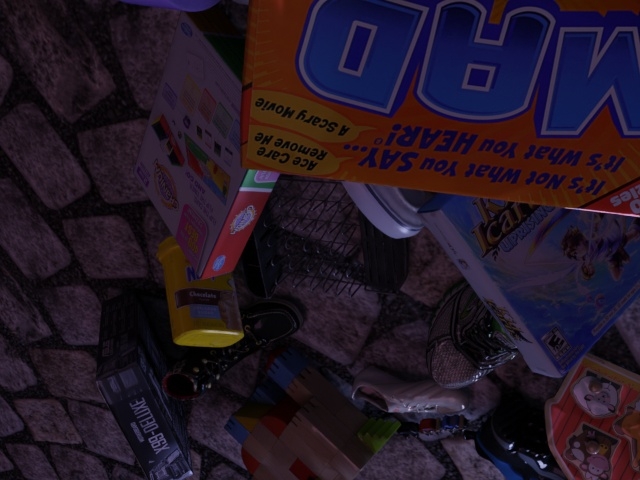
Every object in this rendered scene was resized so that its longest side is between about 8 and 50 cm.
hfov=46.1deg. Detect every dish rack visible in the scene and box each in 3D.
[{"bbox_3d":[0.000,0.000,1.160,0.272,0.074,0.208,7,124,25],"label":"dish rack"}]

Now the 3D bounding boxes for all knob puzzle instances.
[{"bbox_3d":[0.416,0.280,1.088,0.213,0.030,0.213,1,92,14],"label":"knob puzzle"}]

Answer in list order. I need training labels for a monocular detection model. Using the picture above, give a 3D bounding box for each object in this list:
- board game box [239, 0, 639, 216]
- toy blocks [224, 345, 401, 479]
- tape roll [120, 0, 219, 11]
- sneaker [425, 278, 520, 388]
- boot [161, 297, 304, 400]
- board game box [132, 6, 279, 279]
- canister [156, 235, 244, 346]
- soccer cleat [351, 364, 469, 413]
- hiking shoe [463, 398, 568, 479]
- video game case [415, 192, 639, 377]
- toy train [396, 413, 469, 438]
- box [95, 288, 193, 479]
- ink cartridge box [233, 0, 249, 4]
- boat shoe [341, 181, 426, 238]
[{"bbox_3d":[0.136,-0.280,0.645,0.357,0.356,0.356,7,127,-3],"label":"board game box"},{"bbox_3d":[-0.055,0.372,1.393,0.261,0.191,0.381,41,131,14],"label":"toy blocks"},{"bbox_3d":[-0.172,-0.405,0.851,0.090,0.275,0.274,13,126,21],"label":"tape roll"},{"bbox_3d":[0.244,0.107,1.053,0.134,0.146,0.343,34,131,4],"label":"sneaker"},{"bbox_3d":[-0.152,0.191,1.299,0.237,0.178,0.085,-18,111,36],"label":"boot"},{"bbox_3d":[-0.162,-0.136,1.096,0.242,0.064,0.316,54,136,25],"label":"board game box"},{"bbox_3d":[-0.194,0.084,1.234,0.073,0.126,0.169,-35,58,38],"label":"canister"},{"bbox_3d":[0.146,0.262,1.253,0.196,0.076,0.068,9,124,23],"label":"soccer cleat"},{"bbox_3d":[0.384,0.371,1.195,0.304,0.113,0.132,40,146,7],"label":"hiking shoe"},{"bbox_3d":[0.284,-0.022,0.876,0.244,0.269,0.061,52,163,-10],"label":"video game case"},{"bbox_3d":[0.188,0.314,1.279,0.036,0.027,0.158,30,146,-29],"label":"toy train"},{"bbox_3d":[-0.320,0.260,1.372,0.077,0.307,0.242,-22,115,-5],"label":"box"},{"bbox_3d":[-0.080,-0.370,0.893,0.063,0.109,0.150,15,91,19],"label":"ink cartridge box"},{"bbox_3d":[0.083,-0.183,0.970,0.157,0.136,0.366,-20,100,33],"label":"boat shoe"}]
